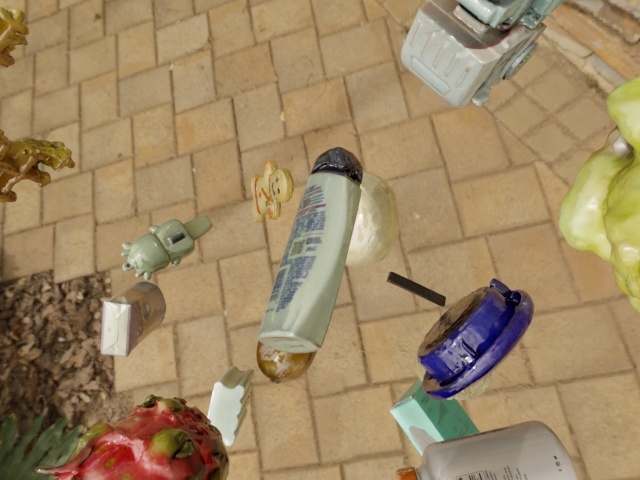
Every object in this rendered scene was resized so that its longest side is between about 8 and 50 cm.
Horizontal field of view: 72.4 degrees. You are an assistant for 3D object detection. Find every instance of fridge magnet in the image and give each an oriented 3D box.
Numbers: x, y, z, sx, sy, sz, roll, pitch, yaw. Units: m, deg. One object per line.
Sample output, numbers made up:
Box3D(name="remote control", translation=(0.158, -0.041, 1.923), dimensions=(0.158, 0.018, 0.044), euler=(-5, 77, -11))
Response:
Box3D(name="fridge magnet", translation=(0.280, 0.184, 0.818), dimensions=(0.112, 0.265, 0.265), euler=(44, 90, 9))

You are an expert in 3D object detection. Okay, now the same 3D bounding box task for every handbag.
Box3D(name="handbag", translation=(-0.389, 0.155, 0.907), dimensions=(0.095, 0.173, 0.117), euler=(11, 100, 1))

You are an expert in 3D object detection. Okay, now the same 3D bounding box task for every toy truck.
Box3D(name="toy truck", translation=(0.146, -0.216, 0.333), dimensions=(0.108, 0.257, 0.140), euler=(45, 65, 10))

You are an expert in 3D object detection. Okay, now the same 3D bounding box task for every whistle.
Box3D(name="whistle", translation=(-0.360, 0.008, 1.038), dimensions=(0.092, 0.244, 0.110), euler=(-30, 96, 48))

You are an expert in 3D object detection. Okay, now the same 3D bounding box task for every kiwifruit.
Box3D(name="kiwifruit", translation=(-0.103, 0.331, 1.370), dimensions=(0.195, 0.196, 0.234), euler=(14, 65, 19))

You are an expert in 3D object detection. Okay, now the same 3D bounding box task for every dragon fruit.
Box3D(name="dragon fruit", translation=(-0.268, 0.379, 0.629), dimensions=(0.231, 0.237, 0.303), euler=(23, 60, 11))

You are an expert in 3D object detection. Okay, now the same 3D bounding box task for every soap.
Box3D(name="soap", translation=(-0.261, 0.472, 1.282), dimensions=(0.087, 0.265, 0.160), euler=(11, 83, -1))

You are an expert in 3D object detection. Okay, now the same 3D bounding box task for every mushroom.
Box3D(name="mushroom", translation=(0.105, -0.053, 1.134), dimensions=(0.246, 0.202, 0.246), euler=(-1, 89, 43))

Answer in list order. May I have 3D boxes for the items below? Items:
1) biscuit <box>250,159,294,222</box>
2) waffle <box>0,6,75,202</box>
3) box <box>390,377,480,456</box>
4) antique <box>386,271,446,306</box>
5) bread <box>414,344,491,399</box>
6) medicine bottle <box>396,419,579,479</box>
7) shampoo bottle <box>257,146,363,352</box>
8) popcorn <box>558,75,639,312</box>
Box3D(name="biscuit", translation=(-0.131, -0.128, 1.128), dimensions=(0.030, 0.234, 0.153), euler=(-6, 90, -30))
Box3D(name="waffle", translation=(-0.457, -0.144, 0.525), dimensions=(0.069, 0.293, 0.259), euler=(42, 53, 20))
Box3D(name="box", translation=(0.389, 0.609, 1.411), dimensions=(0.118, 0.205, 0.311), euler=(-43, 77, 32))
Box3D(name="antique", translation=(0.269, 0.136, 1.217), dimensions=(0.191, 0.015, 0.031), euler=(25, 64, -16))
Box3D(name="bread", translation=(0.329, 0.316, 1.098), dimensions=(0.148, 0.141, 0.134), euler=(-12, 90, -11))
Box3D(name="medicine bottle", translation=(0.287, 0.432, 0.783), dimensions=(0.288, 0.157, 0.157), euler=(-12, 71, -1))
Box3D(name="shampoo bottle", translation=(0.000, 0.000, 0.725), dimensions=(0.134, 0.078, 0.360), euler=(-18, 47, 46))
Box3D(name="popcorn", translation=(0.296, -0.043, 0.268), dimensions=(0.195, 0.255, 0.256), euler=(42, 75, -15))
